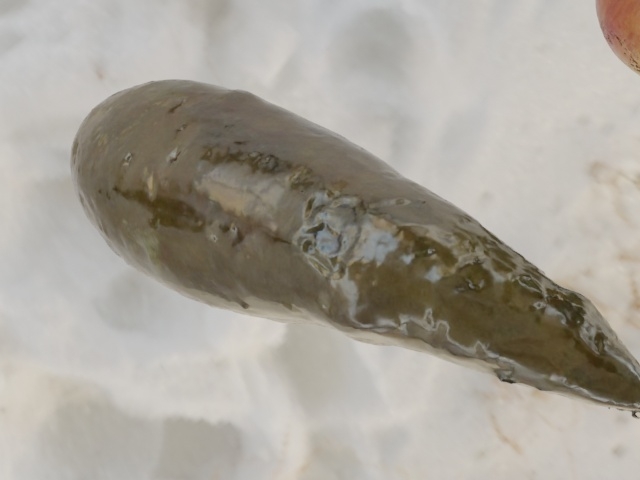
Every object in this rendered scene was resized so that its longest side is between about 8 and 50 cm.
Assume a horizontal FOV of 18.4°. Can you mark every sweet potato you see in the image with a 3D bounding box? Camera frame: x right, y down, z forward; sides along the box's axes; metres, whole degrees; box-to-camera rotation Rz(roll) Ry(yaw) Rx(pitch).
[{"bbox_3d":[0.000,-0.002,1.116,0.130,0.422,0.130,-27,127,-42],"label":"sweet potato"}]

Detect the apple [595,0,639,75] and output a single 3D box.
[{"bbox_3d":[0.270,-0.178,1.405,0.146,0.146,0.146,-6,110,-17],"label":"apple"}]
